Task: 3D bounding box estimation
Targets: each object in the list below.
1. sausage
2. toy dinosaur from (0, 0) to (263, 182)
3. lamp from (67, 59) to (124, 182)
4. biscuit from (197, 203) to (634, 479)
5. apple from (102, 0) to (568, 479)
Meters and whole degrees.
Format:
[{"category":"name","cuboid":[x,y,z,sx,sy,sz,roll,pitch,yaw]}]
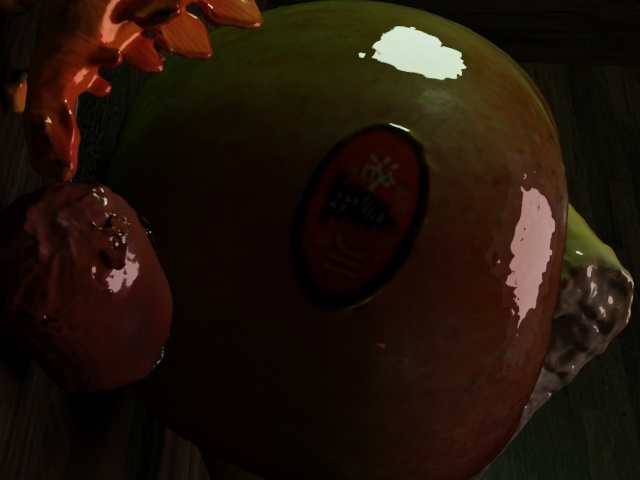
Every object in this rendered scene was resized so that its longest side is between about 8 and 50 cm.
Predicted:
[{"category":"sausage","cuboid":[-0.104,0.023,0.464,0.141,0.076,0.076,88,3,-65]},{"category":"toy dinosaur","cuboid":[-0.076,-0.139,0.477,0.070,0.117,0.288,92,2,-53]},{"category":"lamp","cuboid":[-0.123,-0.053,0.536,0.054,0.041,0.121,-24,113,-82]},{"category":"biscuit","cuboid":[0.025,0.062,0.949,0.429,0.104,0.446,-48,-129,21]},{"category":"apple","cuboid":[0.000,0.000,0.697,0.338,0.305,0.338,10,90,-84]}]
